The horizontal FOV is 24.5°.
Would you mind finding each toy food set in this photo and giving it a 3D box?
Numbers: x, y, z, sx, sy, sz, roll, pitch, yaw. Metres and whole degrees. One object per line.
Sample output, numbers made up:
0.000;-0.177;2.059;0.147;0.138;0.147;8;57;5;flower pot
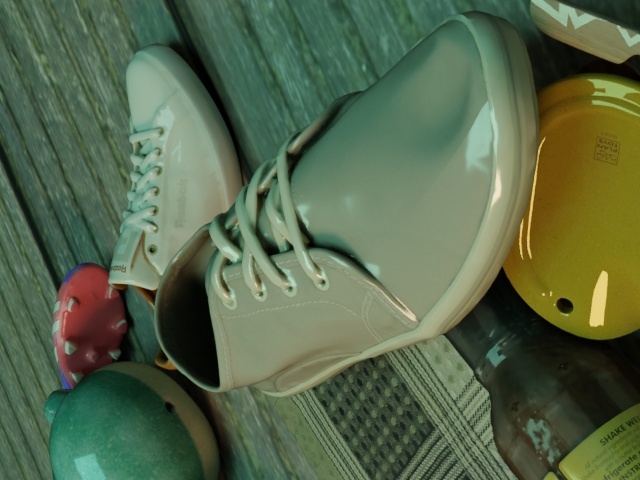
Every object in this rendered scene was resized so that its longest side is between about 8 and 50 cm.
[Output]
0.179;-0.046;0.876;0.128;0.071;0.218;19;128;22;toy food set

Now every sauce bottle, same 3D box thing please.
0.185;0.142;0.917;0.344;0.111;0.111;54;144;27;sauce bottle

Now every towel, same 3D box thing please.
0.090;0.160;1.136;0.324;0.056;0.312;55;147;19;towel

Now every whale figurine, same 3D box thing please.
-0.220;0.246;1.500;0.216;0.141;0.272;48;131;7;whale figurine

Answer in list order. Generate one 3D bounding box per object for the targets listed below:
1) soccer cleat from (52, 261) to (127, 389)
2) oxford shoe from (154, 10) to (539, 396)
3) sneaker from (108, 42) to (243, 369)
-0.253;0.130;1.591;0.095;0.083;0.248;33;135;49;soccer cleat
0.000;0.000;0.973;0.449;0.130;0.169;137;132;-56;oxford shoe
-0.135;-0.025;1.292;0.106;0.123;0.290;-10;97;59;sneaker
